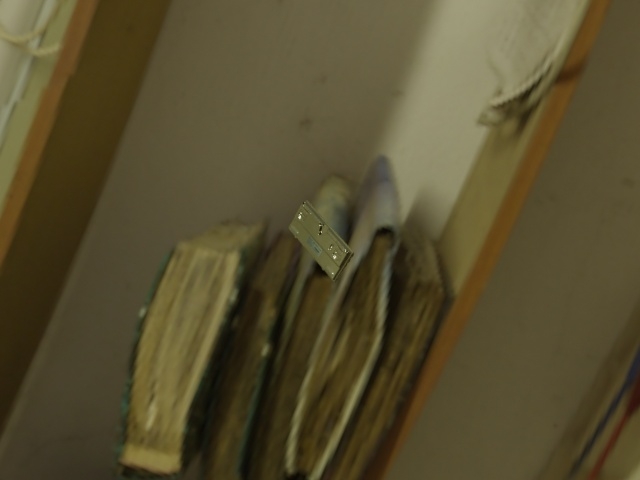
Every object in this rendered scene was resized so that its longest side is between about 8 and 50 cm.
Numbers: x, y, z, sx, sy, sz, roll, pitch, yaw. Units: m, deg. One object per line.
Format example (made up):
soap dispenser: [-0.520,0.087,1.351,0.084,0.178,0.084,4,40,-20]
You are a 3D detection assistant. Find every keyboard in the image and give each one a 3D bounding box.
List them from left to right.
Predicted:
keyboard: [0.000,0.000,1.651,0.129,0.015,0.049,48,117,44]
